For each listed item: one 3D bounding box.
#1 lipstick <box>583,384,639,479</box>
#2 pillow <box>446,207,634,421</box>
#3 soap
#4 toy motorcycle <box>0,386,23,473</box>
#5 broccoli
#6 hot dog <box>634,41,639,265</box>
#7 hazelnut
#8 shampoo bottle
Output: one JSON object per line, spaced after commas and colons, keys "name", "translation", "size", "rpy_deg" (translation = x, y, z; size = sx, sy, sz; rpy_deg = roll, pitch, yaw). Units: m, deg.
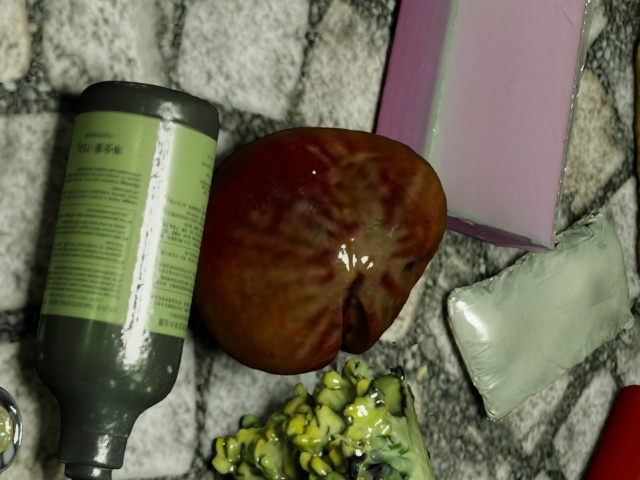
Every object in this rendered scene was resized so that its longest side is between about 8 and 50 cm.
{"name": "lipstick", "translation": [0.276, 0.251, 1.467], "size": [0.080, 0.080, 0.241], "rpy_deg": [46, 60, -33]}
{"name": "pillow", "translation": [0.207, 0.064, 1.419], "size": [0.229, 0.051, 0.128], "rpy_deg": [-27, 106, -37]}
{"name": "soap", "translation": [0.141, -0.134, 1.334], "size": [0.181, 0.081, 0.259], "rpy_deg": [17, 80, -41]}
{"name": "toy motorcycle", "translation": [-0.276, 0.149, 0.956], "size": [0.225, 0.073, 0.152], "rpy_deg": [19, 70, -49]}
{"name": "broccoli", "translation": [0.004, 0.213, 1.198], "size": [0.180, 0.273, 0.242], "rpy_deg": [-20, 122, 5]}
{"name": "hot dog", "translation": [0.345, -0.093, 1.537], "size": [0.087, 0.061, 0.286], "rpy_deg": [4, 89, -39]}
{"name": "hazelnut", "translation": [0.000, 0.000, 1.140], "size": [0.204, 0.178, 0.178], "rpy_deg": [-22, 106, -19]}
{"name": "shampoo bottle", "translation": [-0.138, 0.038, 1.064], "size": [0.101, 0.101, 0.284], "rpy_deg": [15, 80, -42]}
